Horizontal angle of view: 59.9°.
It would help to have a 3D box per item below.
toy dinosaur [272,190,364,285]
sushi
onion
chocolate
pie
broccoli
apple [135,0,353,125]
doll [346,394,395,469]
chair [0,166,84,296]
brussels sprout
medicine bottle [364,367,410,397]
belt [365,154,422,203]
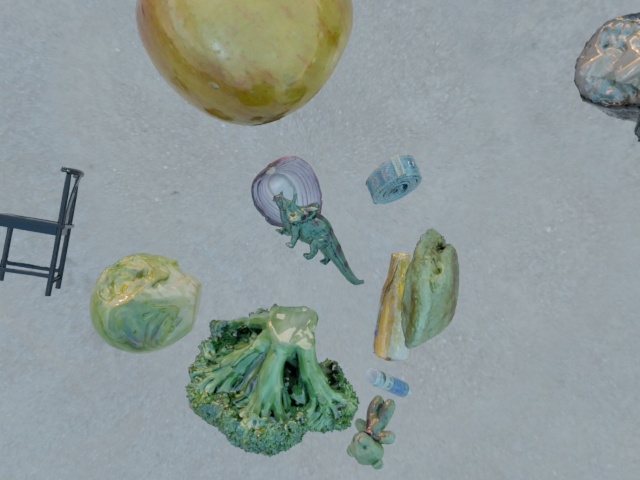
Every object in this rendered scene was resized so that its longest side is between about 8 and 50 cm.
[{"bbox_3d":[-0.015,0.009,1.300,0.120,0.079,0.292,-32,95,-3],"label":"toy dinosaur"},{"bbox_3d":[0.628,-0.266,0.972,0.348,0.207,0.234,23,95,37],"label":"sushi"},{"bbox_3d":[-0.102,-0.140,1.882,0.227,0.120,0.284,-28,104,1],"label":"onion"},{"bbox_3d":[0.155,0.133,1.138,0.085,0.085,0.219,4,97,-2],"label":"chocolate"},{"bbox_3d":[0.192,0.082,0.948,0.089,0.248,0.201,13,98,16],"label":"pie"},{"bbox_3d":[-0.074,0.204,0.870,0.261,0.269,0.242,8,134,-10],"label":"broccoli"},{"bbox_3d":[-0.114,-0.325,0.830,0.275,0.299,0.299,35,95,-23],"label":"apple"},{"bbox_3d":[0.110,0.412,1.213,0.077,0.115,0.150,39,67,-40],"label":"doll"},{"bbox_3d":[-0.584,-0.029,1.142,0.141,0.154,0.260,10,89,-18],"label":"chair"},{"bbox_3d":[-0.543,0.205,1.730,0.344,0.268,0.344,-3,113,-6],"label":"brussels sprout"},{"bbox_3d":[0.204,0.430,1.678,0.051,0.051,0.191,-51,134,5],"label":"medicine bottle"},{"bbox_3d":[0.195,-0.163,1.480,0.163,0.147,0.082,-33,71,41],"label":"belt"}]
